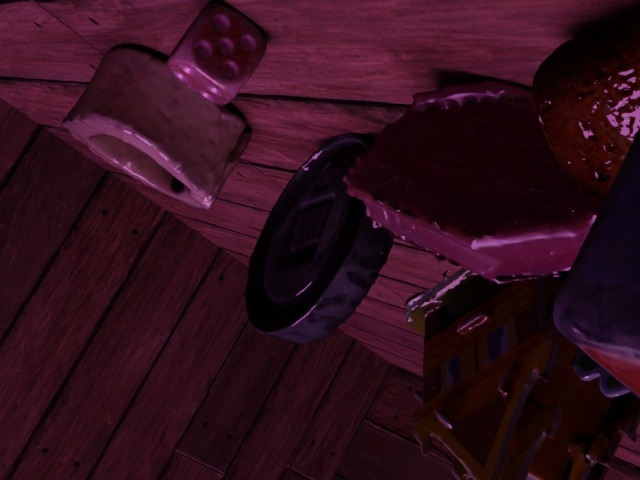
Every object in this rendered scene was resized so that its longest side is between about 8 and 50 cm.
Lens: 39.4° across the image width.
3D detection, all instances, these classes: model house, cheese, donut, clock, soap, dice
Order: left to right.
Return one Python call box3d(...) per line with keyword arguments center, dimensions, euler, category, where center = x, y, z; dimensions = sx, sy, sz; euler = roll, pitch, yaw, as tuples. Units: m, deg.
box3d(center=(-0.268, -0.185, 1.518), dimensions=(0.292, 0.153, 0.332), euler=(33, 170, -19), category="cheese")
box3d(center=(-0.127, -0.230, 1.100), dimensions=(0.091, 0.094, 0.093), euler=(36, 168, -17), category="dice")
box3d(center=(-0.001, 0.000, 1.269), dimensions=(0.061, 0.313, 0.312), euler=(27, 171, -25), category="clock")
box3d(center=(0.186, -0.053, 0.883), dimensions=(0.289, 0.182, 0.112), euler=(28, 169, 38), category="soap")
box3d(center=(0.280, 0.151, 0.947), dimensions=(0.242, 0.313, 0.357), euler=(33, 127, -24), category="model house")
box3d(center=(0.241, -0.099, 0.667), dimensions=(0.126, 0.144, 0.186), euler=(52, -169, -11), category="donut")

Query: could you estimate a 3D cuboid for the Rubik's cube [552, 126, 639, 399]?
box3d(center=(0.340, -0.005, 0.344), dimensions=(0.313, 0.316, 0.318), euler=(37, 166, -32), category="Rubik's cube")
